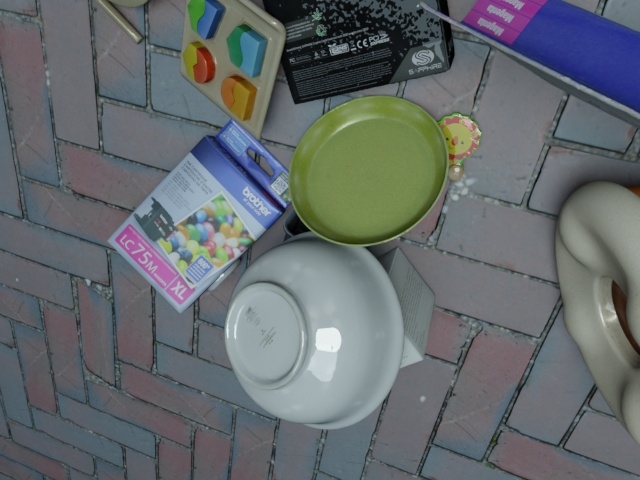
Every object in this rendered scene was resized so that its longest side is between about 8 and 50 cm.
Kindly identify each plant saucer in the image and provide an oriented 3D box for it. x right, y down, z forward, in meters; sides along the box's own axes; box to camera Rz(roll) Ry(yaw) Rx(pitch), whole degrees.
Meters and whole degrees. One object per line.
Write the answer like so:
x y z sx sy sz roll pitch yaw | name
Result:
0.069 -0.101 0.731 0.240 0.037 0.241 -6 70 17 | plant saucer

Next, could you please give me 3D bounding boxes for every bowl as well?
-0.040 0.130 0.703 0.297 0.134 0.298 -3 85 34 | bowl

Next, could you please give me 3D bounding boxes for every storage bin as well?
0.000 0.000 0.855 0.135 0.098 0.091 35 150 0 | storage bin

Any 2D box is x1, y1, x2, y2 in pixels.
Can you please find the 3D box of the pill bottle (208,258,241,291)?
-0.237 0.015 0.944 0.160 0.087 0.087 44 122 -5 | pill bottle

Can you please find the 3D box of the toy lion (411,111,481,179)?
0.187 -0.145 0.741 0.100 0.034 0.096 12 112 15 | toy lion

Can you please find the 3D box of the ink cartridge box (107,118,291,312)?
-0.198 -0.043 0.857 0.311 0.065 0.186 -44 94 8 | ink cartridge box

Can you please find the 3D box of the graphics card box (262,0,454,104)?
0.026 -0.381 0.622 0.232 0.094 0.371 -7 118 23 | graphics card box

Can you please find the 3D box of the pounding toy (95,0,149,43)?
-0.304 -0.448 0.741 0.182 0.110 0.237 36 152 -13 | pounding toy

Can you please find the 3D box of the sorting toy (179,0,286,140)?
-0.144 -0.273 0.730 0.193 0.038 0.208 41 143 15 | sorting toy

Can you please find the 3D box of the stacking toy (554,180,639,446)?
0.567 0.043 0.576 0.479 0.351 0.351 -16 110 9 | stacking toy

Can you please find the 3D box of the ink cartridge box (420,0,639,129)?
0.303 -0.140 0.452 0.324 0.329 0.072 46 120 32 | ink cartridge box

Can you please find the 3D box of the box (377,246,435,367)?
0.079 0.132 0.831 0.180 0.182 0.119 -31 104 30 | box
